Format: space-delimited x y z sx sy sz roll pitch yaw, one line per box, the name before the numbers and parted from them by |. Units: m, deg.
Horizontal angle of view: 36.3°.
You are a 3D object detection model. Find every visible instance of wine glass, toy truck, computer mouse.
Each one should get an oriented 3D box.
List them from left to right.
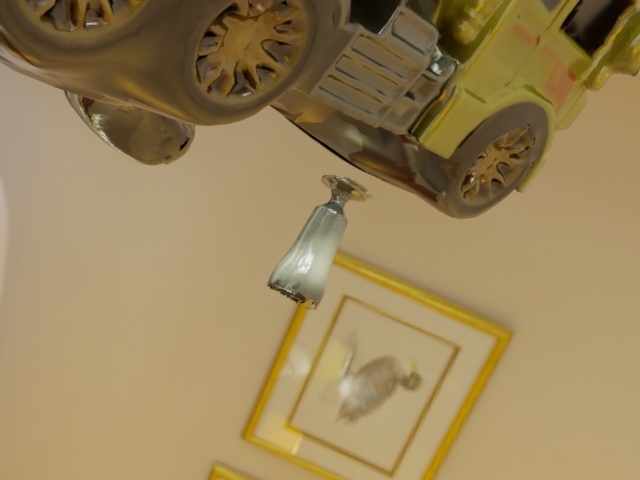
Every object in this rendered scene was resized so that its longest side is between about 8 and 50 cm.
computer mouse | -0.197 -0.165 0.947 0.233 0.097 0.137 67 15 -54
wine glass | 0.000 0.000 1.156 0.155 0.072 0.072 -64 177 -13
toy truck | 0.007 -0.164 0.425 0.254 0.180 0.405 -50 146 17
